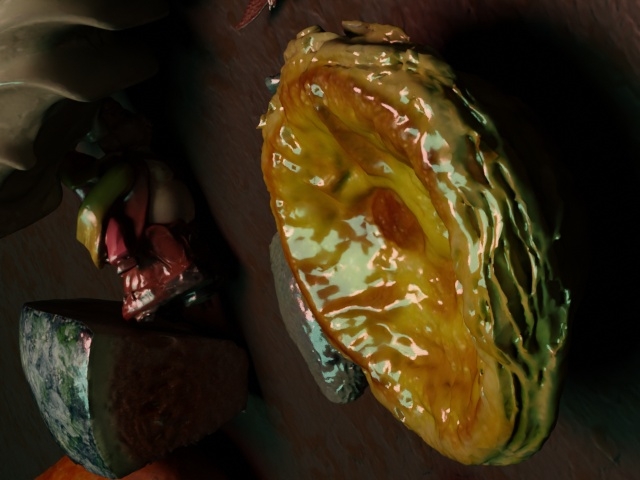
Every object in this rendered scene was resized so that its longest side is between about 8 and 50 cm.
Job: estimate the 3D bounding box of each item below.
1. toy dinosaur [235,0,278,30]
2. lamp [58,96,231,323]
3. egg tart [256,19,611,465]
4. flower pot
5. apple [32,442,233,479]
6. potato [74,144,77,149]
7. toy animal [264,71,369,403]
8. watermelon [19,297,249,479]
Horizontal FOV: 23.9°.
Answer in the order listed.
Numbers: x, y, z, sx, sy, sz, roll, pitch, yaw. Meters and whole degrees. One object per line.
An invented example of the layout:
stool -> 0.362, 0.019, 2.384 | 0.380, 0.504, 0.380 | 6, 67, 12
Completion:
toy dinosaur -> -0.046, -0.229, 1.034 | 0.108, 0.032, 0.220 | 53, 151, 31
lamp -> -0.178, -0.046, 1.385 | 0.253, 0.118, 0.118 | 64, 156, 11
egg tart -> 0.073, -0.006, 0.901 | 0.295, 0.116, 0.295 | 45, 151, 34
flower pot -> -0.277, -0.169, 1.245 | 0.254, 0.164, 0.367 | 45, 120, 4
apple -> -0.203, 0.335, 1.597 | 0.250, 0.277, 0.309 | -125, 36, -61
potato -> -0.314, -0.193, 1.476 | 0.176, 0.141, 0.298 | -129, 26, -53
toy animal -> -0.004, -0.003, 1.137 | 0.079, 0.070, 0.253 | -13, 89, 30
watermelon -> -0.180, 0.137, 1.476 | 0.318, 0.226, 0.148 | -53, -33, -87
